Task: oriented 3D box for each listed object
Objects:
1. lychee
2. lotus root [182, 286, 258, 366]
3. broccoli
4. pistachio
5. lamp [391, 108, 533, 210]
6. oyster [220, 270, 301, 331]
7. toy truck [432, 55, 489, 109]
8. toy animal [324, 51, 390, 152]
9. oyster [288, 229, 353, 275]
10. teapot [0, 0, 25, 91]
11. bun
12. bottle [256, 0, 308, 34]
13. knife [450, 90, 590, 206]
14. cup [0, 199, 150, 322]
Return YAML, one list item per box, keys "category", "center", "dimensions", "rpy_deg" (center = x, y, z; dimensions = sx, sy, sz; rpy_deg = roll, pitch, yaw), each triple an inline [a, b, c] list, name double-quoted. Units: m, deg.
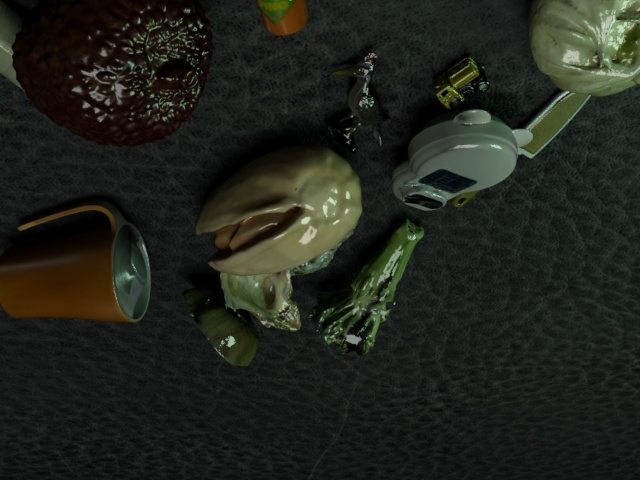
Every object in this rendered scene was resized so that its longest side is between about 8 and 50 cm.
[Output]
- category: "lychee"
  center: [-0.277, -0.252, 1.284]
  dimensions: [0.261, 0.260, 0.260]
  rpy_deg: [-4, 141, -3]
- category: "lotus root"
  center: [-0.179, 0.153, 1.847]
  dimensions: [0.078, 0.183, 0.203]
  rpy_deg: [-40, 164, 6]
- category: "broccoli"
  center: [0.102, 0.078, 1.831]
  dimensions: [0.145, 0.165, 0.304]
  rpy_deg: [35, 118, 1]
- category: "pistachio"
  center: [-0.078, -0.047, 1.607]
  dimensions: [0.318, 0.214, 0.193]
  rpy_deg: [-20, 96, 31]
- category: "lamp"
  center: [0.219, -0.142, 1.580]
  dimensions: [0.179, 0.108, 0.246]
  rpy_deg: [20, 142, -33]
- category: "oyster"
  center: [-0.116, 0.087, 1.822]
  dimensions: [0.161, 0.107, 0.233]
  rpy_deg: [-42, 132, -9]
- category: "toy truck"
  center: [0.218, -0.249, 1.494]
  dimensions: [0.083, 0.049, 0.054]
  rpy_deg: [-33, 132, 27]
- category: "toy animal"
  center: [0.067, -0.221, 1.512]
  dimensions: [0.105, 0.070, 0.202]
  rpy_deg: [-12, 140, -13]
- category: "oyster"
  center: [0.000, 0.000, 1.756]
  dimensions: [0.125, 0.064, 0.177]
  rpy_deg: [-9, 139, -31]
- category: "teapot"
  center: [-0.463, -0.285, 1.349]
  dimensions: [0.107, 0.077, 0.200]
  rpy_deg: [-9, 146, 36]
- category: "bun"
  center: [0.428, -0.304, 1.367]
  dimensions: [0.259, 0.160, 0.259]
  rpy_deg: [-5, 144, -4]
- category: "bottle"
  center: [-0.066, -0.371, 1.293]
  dimensions: [0.069, 0.069, 0.187]
  rpy_deg: [-11, 139, 6]
- category: "knife"
  center: [0.349, -0.165, 1.630]
  dimensions: [0.061, 0.027, 0.343]
  rpy_deg: [22, 131, -27]
- category: "cup"
  center: [-0.442, 0.045, 1.704]
  dimensions: [0.264, 0.182, 0.226]
  rpy_deg: [-6, 108, 10]
